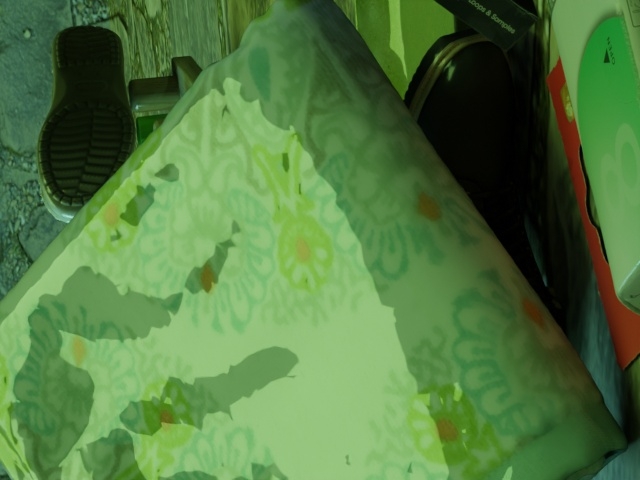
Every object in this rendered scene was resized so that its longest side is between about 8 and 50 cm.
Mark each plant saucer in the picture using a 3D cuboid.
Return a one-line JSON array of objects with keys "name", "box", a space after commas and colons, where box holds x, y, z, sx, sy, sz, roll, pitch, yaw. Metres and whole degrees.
[{"name": "plant saucer", "box": [0.068, -0.142, 1.182, 0.241, 0.037, 0.241, 174, 90, -78]}]

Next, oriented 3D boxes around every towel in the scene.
[{"name": "towel", "box": [-0.038, 0.091, 1.078, 0.374, 0.090, 0.320, -44, 73, 31]}]

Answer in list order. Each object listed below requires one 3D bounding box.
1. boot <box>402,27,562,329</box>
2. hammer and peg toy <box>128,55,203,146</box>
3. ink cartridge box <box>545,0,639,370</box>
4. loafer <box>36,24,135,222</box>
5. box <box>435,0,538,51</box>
[{"name": "boot", "box": [0.105, -0.010, 1.049, 0.137, 0.077, 0.198, -127, 28, -44]}, {"name": "hammer and peg toy", "box": [-0.107, -0.023, 1.845, 0.361, 0.127, 0.266, -127, 32, -67]}, {"name": "ink cartridge box", "box": [0.136, -0.051, 0.881, 0.224, 0.056, 0.181, 115, 148, -65]}, {"name": "loafer", "box": [-0.238, -0.109, 1.896, 0.092, 0.102, 0.268, 93, 177, -47]}, {"name": "box", "box": [0.055, -0.174, 0.981, 0.029, 0.116, 0.162, -49, 21, 22]}]
